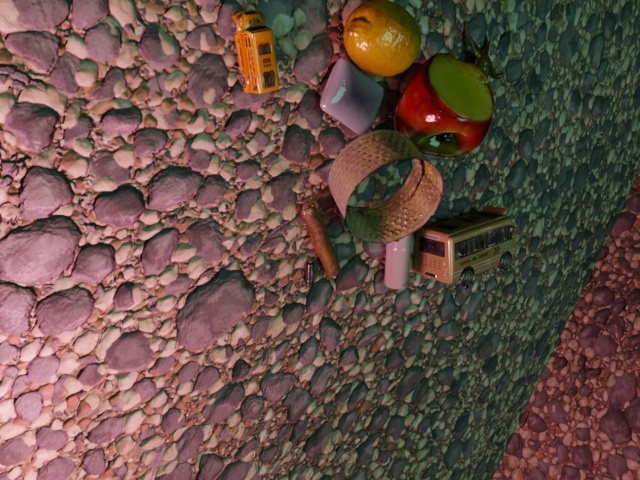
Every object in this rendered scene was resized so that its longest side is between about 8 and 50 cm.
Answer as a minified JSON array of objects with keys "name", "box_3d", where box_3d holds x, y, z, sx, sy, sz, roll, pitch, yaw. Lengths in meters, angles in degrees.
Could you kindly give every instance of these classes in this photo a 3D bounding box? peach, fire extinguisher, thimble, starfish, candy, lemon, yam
[{"name":"peach","box_3d":[0.321,-0.363,1.407,0.249,0.245,0.274,38,56,-38]},{"name":"fire extinguisher","box_3d":[-0.031,0.083,1.416,0.038,0.025,0.083,-1,109,-17]},{"name":"thimble","box_3d":[0.160,-0.136,1.343,0.271,0.150,0.270,-13,135,-13]},{"name":"starfish","box_3d":[0.482,-0.538,1.588,0.213,0.057,0.238,-57,129,-33]},{"name":"candy","box_3d":[0.078,-0.353,1.309,0.174,0.071,0.138,22,90,-45]},{"name":"lemon","box_3d":[0.146,-0.480,1.256,0.207,0.170,0.170,12,98,-39]},{"name":"yam","box_3d":[0.000,0.000,1.395,0.057,0.057,0.241,-40,130,-23]}]

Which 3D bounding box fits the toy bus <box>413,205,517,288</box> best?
[{"name":"toy bus","box_3d":[0.486,0.016,1.747,0.365,0.177,0.201,-16,111,-36]}]

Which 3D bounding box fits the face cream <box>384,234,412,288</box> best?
[{"name":"face cream","box_3d":[0.235,0.019,1.590,0.077,0.077,0.250,-15,117,-37]}]

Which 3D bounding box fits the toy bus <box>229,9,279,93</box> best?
[{"name":"toy bus","box_3d":[-0.133,-0.393,1.104,0.070,0.074,0.162,-24,122,-31]}]
